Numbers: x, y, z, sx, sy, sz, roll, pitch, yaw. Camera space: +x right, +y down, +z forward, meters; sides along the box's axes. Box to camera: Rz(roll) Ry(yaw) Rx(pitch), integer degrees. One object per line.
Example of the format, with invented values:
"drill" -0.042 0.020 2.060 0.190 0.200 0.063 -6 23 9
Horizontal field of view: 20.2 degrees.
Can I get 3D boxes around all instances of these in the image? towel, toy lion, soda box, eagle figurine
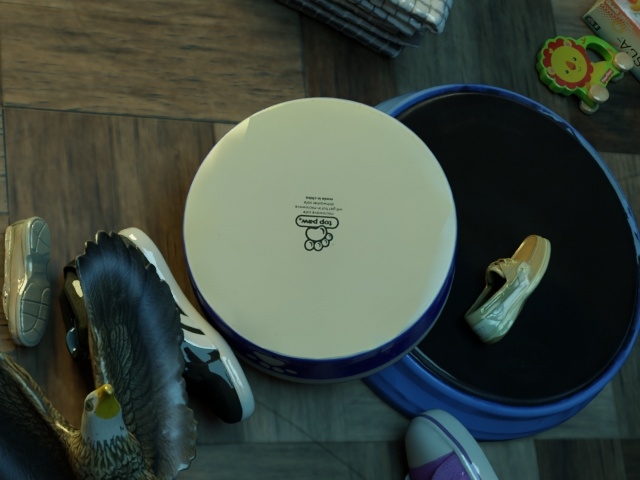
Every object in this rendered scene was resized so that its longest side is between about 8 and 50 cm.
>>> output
"towel" 0.026 -0.351 1.933 0.284 0.121 0.235 27 60 -15
"toy lion" 0.298 -0.201 2.069 0.096 0.034 0.100 41 58 0
"soda box" 0.395 -0.222 2.106 0.183 0.063 0.058 47 57 -5
"eagle figurine" -0.201 0.166 1.569 0.226 0.225 0.298 7 41 -47

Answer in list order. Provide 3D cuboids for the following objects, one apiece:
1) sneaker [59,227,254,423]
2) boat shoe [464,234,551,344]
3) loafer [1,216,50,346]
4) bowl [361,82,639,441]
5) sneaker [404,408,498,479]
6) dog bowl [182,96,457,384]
"sneaker" -0.167 0.104 1.693 0.121 0.079 0.217 -32 81 -28
"boat shoe" 0.189 0.041 1.819 0.045 0.050 0.135 41 59 -15
"loafer" -0.278 0.040 1.680 0.045 0.039 0.125 29 58 -54
"bowl" 0.173 0.014 1.896 0.391 0.077 0.391 10 67 -24
"sneaker" 0.104 0.309 1.739 0.161 0.102 0.282 -11 77 -27
"dog bowl" 0.000 0.000 1.732 0.265 0.104 0.264 0 74 1
